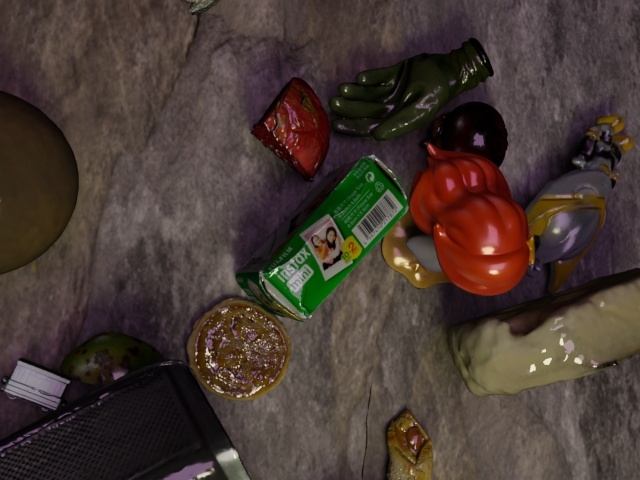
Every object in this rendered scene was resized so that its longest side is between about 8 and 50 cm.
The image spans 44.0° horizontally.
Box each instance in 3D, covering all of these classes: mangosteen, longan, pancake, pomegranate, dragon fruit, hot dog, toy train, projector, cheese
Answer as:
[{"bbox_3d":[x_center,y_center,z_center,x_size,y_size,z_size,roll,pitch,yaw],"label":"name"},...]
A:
[{"bbox_3d":[0.226,-0.158,1.254,0.140,0.140,0.140,2,84,-15],"label":"mangosteen"},{"bbox_3d":[-0.442,-0.075,1.008,0.258,0.258,0.257,2,84,-15],"label":"longan"},{"bbox_3d":[-0.119,0.161,1.169,0.158,0.028,0.158,2,83,-17],"label":"pancake"},{"bbox_3d":[-0.261,0.198,1.068,0.122,0.143,0.169,-31,82,-17],"label":"pomegranate"},{"bbox_3d":[-0.026,-0.169,1.169,0.121,0.161,0.127,35,88,-7],"label":"dragon fruit"},{"bbox_3d":[0.137,0.342,1.199,0.078,0.061,0.168,4,83,-16],"label":"hot dog"},{"bbox_3d":[-0.390,0.200,1.089,0.093,0.038,0.056,24,76,-11],"label":"toy train"},{"bbox_3d":[-0.252,0.409,0.940,0.405,0.242,0.395,-28,120,-13],"label":"projector"},{"bbox_3d":[0.348,0.131,1.152,0.318,0.327,0.115,-8,77,-58],"label":"cheese"}]

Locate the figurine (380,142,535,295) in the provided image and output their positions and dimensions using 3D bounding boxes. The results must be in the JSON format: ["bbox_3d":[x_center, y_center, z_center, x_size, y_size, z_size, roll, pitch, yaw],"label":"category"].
[{"bbox_3d":[0.199,-0.024,1.154,0.181,0.257,0.208,24,78,-12],"label":"figurine"}]

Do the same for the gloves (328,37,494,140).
[{"bbox_3d":[0.140,-0.230,1.237,0.268,0.107,0.135,-20,58,-4],"label":"gloves"}]

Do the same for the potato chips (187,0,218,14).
[{"bbox_3d":[-0.184,-0.452,1.222,0.142,0.026,0.209,-7,88,-18],"label":"potato chips"}]

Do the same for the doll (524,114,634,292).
[{"bbox_3d":[0.422,-0.063,1.302,0.103,0.145,0.316,24,68,27],"label":"doll"}]

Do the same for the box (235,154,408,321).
[{"bbox_3d":[0.000,0.000,1.141,0.103,0.180,0.250,46,74,-10],"label":"box"}]
